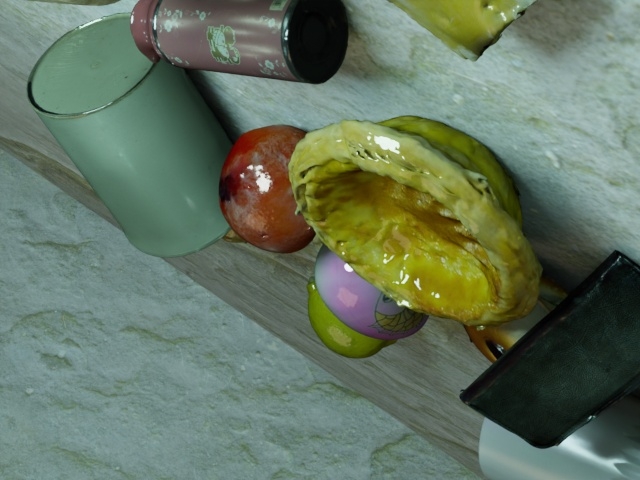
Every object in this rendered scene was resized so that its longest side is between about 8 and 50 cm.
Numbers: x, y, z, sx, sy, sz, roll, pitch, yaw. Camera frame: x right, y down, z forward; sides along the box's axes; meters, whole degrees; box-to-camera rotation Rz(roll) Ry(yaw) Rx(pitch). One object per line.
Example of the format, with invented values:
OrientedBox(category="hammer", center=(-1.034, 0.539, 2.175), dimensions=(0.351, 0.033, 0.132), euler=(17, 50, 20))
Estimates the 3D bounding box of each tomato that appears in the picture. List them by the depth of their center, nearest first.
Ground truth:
OrientedBox(category="tomato", center=(-0.074, -0.087, 1.232), dimensions=(0.184, 0.208, 0.208), euler=(22, 165, -10))

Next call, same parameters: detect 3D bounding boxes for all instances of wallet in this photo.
OrientedBox(category="wallet", center=(0.357, 0.164, 1.036), dimensions=(0.172, 0.045, 0.318), euler=(34, 120, -8))

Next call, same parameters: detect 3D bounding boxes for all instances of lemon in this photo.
OrientedBox(category="lemon", center=(0.065, 0.173, 1.728), dimensions=(0.248, 0.184, 0.184), euler=(35, 164, 0))

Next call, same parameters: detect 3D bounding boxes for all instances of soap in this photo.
OrientedBox(category="soap", center=(0.083, -0.270, 0.658), dimensions=(0.233, 0.076, 0.135), euler=(38, 162, -4))

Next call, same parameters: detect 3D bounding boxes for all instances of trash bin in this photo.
OrientedBox(category="trash bin", center=(-0.306, -0.167, 1.372), dimensions=(0.280, 0.280, 0.432), euler=(25, 157, 32))

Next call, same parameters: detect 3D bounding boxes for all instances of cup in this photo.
OrientedBox(category="cup", center=(0.489, 0.376, 1.340), dimensions=(0.371, 0.253, 0.253), euler=(15, 154, 42))

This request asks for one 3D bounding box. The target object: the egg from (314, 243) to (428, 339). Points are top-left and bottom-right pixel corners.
OrientedBox(category="egg", center=(0.104, 0.078, 1.376), dimensions=(0.196, 0.196, 0.271), euler=(21, 174, 40))

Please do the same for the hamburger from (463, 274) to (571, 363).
OrientedBox(category="hamburger", center=(0.324, 0.134, 1.174), dimensions=(0.237, 0.147, 0.237), euler=(45, 168, 13))

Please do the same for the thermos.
OrientedBox(category="thermos", center=(-0.132, -0.276, 0.947), dimensions=(0.330, 0.109, 0.136), euler=(16, 157, 37))

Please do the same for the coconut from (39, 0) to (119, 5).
OrientedBox(category="coconut", center=(-0.261, -0.368, 0.700), dimensions=(0.323, 0.323, 0.323), euler=(32, 163, 11))

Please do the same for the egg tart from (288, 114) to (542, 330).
OrientedBox(category="egg tart", center=(0.137, -0.040, 1.027), dimensions=(0.388, 0.169, 0.388), euler=(31, 159, 13))

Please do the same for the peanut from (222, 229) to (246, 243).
OrientedBox(category="peanut", center=(-0.233, -0.064, 1.794), dimensions=(0.229, 0.103, 0.098), euler=(29, 148, 12))

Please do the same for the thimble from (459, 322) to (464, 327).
OrientedBox(category="thimble", center=(0.298, 0.137, 1.371), dimensions=(0.084, 0.062, 0.110), euler=(28, 162, 20))

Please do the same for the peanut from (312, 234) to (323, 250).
OrientedBox(category="peanut", center=(0.000, 0.000, 1.629), dimensions=(0.037, 0.037, 0.083), euler=(24, 157, 35))
